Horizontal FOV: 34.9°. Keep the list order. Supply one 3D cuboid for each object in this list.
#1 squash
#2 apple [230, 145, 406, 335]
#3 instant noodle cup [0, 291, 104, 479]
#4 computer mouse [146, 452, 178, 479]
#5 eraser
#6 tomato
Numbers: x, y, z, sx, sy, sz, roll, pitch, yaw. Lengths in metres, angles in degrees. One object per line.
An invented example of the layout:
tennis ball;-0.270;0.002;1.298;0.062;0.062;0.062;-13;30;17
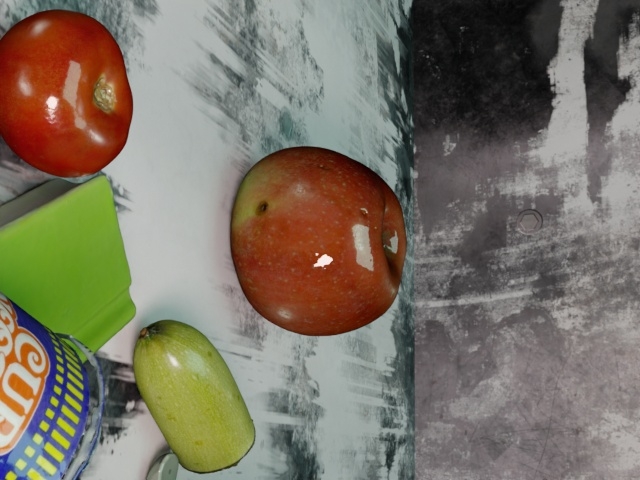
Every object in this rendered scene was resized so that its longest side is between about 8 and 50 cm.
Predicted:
squash;-0.187;0.210;1.460;0.132;0.132;0.247;-72;152;-46
apple;0.000;0.000;1.802;0.348;0.277;0.348;-4;90;-69
instant noodle cup;-0.374;0.092;0.810;0.312;0.284;0.284;58;33;-38
computer mouse;-0.233;0.357;1.458;0.056;0.032;0.110;15;83;-68
eraser;-0.322;0.055;1.179;0.274;0.092;0.210;-52;136;-63
tomato;-0.305;-0.171;1.192;0.195;0.136;0.195;0;90;-70
